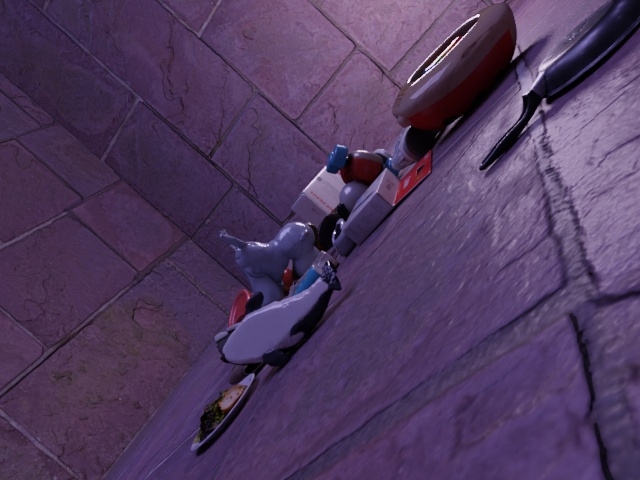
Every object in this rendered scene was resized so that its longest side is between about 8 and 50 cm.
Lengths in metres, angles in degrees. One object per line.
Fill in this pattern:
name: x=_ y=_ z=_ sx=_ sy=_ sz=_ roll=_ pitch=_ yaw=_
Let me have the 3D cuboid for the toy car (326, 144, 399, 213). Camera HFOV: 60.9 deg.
toy car: x=0.120 y=-0.167 z=1.804 sx=0.210 sy=0.219 sz=0.238 roll=159 pitch=124 yaw=-81

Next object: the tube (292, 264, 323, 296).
tube: x=-0.057 y=0.157 z=1.397 sx=0.207 sy=0.052 sz=0.080 roll=-54 pitch=-7 yaw=14

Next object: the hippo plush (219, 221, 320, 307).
hippo plush: x=-0.121 y=0.041 z=1.611 sx=0.236 sy=0.294 sz=0.234 roll=-30 pitch=10 yaw=-4

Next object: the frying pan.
frying pan: x=0.364 y=-0.257 z=0.860 sx=0.326 sy=0.053 sz=0.197 roll=-43 pitch=6 yaw=26

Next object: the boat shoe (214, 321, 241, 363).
boat shoe: x=-0.229 y=0.292 z=1.583 sx=0.109 sy=0.091 sz=0.305 roll=-8 pitch=-16 yaw=-29

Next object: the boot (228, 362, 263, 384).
boot: x=-0.170 y=0.297 z=1.261 sx=0.118 sy=0.042 sz=0.087 roll=-47 pitch=3 yaw=-5

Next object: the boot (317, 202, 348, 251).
boot: x=0.000 y=0.000 z=1.895 sx=0.280 sy=0.096 sz=0.264 roll=-50 pitch=10 yaw=41

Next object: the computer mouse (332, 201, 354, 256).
computer mouse: x=0.075 y=-0.026 z=1.482 sx=0.042 sy=0.106 sz=0.193 roll=-25 pitch=26 yaw=24

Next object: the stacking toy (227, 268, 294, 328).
stacking toy: x=-0.187 y=0.245 z=1.826 sx=0.309 sy=0.130 sz=0.280 roll=-49 pitch=29 yaw=35

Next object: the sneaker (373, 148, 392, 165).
sneaker: x=0.187 y=-0.229 z=2.014 sx=0.147 sy=0.104 sz=0.296 roll=-51 pitch=-1 yaw=-15

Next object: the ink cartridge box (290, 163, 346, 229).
ink cartridge box: x=0.040 y=-0.167 z=2.175 sx=0.117 sy=0.207 sz=0.283 roll=-45 pitch=5 yaw=46

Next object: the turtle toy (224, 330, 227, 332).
turtle toy: x=-0.321 y=0.349 z=2.144 sx=0.095 sy=0.066 sz=0.130 roll=-51 pitch=6 yaw=-36

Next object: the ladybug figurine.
ladybug figurine: x=0.390 y=-0.472 z=1.547 sx=0.449 sy=0.162 sz=0.305 roll=-46 pitch=14 yaw=-2

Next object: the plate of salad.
plate of salad: x=-0.213 y=0.354 z=1.150 sx=0.200 sy=0.048 sz=0.200 roll=-48 pitch=5 yaw=5

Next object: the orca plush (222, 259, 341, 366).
orca plush: x=-0.064 y=0.156 z=1.104 sx=0.287 sy=0.151 sz=0.102 roll=-51 pitch=-27 yaw=6

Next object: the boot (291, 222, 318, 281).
boot: x=-0.059 y=0.007 z=1.782 sx=0.165 sy=0.077 sz=0.213 roll=-98 pitch=17 yaw=-58

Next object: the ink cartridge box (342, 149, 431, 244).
ink cartridge box: x=0.184 y=-0.140 z=1.459 sx=0.261 sy=0.066 sz=0.296 roll=-48 pitch=4 yaw=22

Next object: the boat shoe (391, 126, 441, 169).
boat shoe: x=0.304 y=-0.337 z=1.693 sx=0.103 sy=0.118 sz=0.320 roll=-40 pitch=17 yaw=49

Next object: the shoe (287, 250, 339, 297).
shoe: x=-0.036 y=0.109 z=1.479 sx=0.219 sy=0.058 sz=0.076 roll=-46 pitch=5 yaw=29
